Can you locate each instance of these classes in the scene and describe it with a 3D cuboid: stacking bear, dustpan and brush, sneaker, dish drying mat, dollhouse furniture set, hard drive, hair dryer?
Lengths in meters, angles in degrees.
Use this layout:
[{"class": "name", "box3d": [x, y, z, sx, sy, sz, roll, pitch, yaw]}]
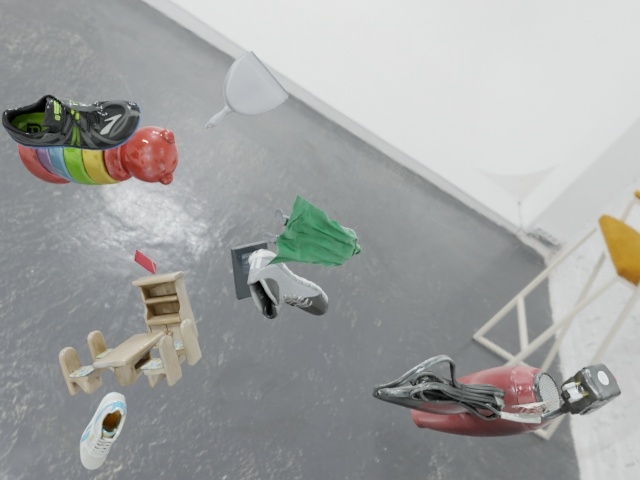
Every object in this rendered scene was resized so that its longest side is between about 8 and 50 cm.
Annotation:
[{"class": "stacking bear", "box3d": [-0.416, -0.180, 1.082, 0.289, 0.175, 0.164, 9, 9, 12]}, {"class": "dustpan and brush", "box3d": [-0.201, -0.337, 1.337, 0.147, 0.211, 0.060, 47, 7, -23]}, {"class": "sneaker", "box3d": [-0.345, -0.163, 0.766, 0.188, 0.078, 0.067, -5, 84, -4]}, {"class": "dish drying mat", "box3d": [-0.452, 0.056, 1.425, 0.083, 0.008, 0.032, 55, 32, -55]}, {"class": "sneaker", "box3d": [-0.077, 0.132, 1.192, 0.228, 0.086, 0.132, 39, 37, -25]}, {"class": "dollhouse furniture set", "box3d": [-0.580, 0.285, 1.793, 0.394, 0.362, 0.257, -43, 122, -70]}, {"class": "hard drive", "box3d": [-0.173, 0.075, 1.387, 0.094, 0.135, 0.022, -13, 20, -27]}, {"class": "hair dryer", "box3d": [0.162, 0.167, 0.621, 0.223, 0.293, 0.080, 5, 62, 1]}, {"class": "sneaker", "box3d": [-0.621, 0.552, 1.565, 0.087, 0.229, 0.092, 20, 4, -27]}]

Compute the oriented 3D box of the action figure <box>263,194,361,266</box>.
[{"class": "action figure", "box3d": [0.000, 0.000, 1.032, 0.232, 0.137, 0.063, 16, 17, -47]}]
